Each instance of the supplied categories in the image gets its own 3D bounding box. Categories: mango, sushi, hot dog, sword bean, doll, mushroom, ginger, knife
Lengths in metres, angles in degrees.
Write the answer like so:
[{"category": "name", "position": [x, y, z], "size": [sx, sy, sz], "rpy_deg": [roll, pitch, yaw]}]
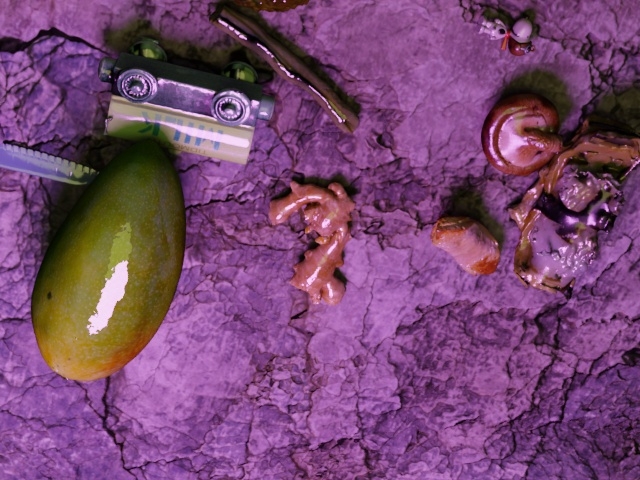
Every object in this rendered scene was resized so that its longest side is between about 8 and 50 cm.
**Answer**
[{"category": "mango", "position": [-0.300, 0.031, 1.531], "size": [0.201, 0.225, 0.382], "rpy_deg": [25, 110, 5]}, {"category": "sushi", "position": [0.372, -0.050, 1.573], "size": [0.139, 0.131, 0.291], "rpy_deg": [16, 122, -11]}, {"category": "hot dog", "position": [0.223, -0.004, 1.623], "size": [0.078, 0.061, 0.169], "rpy_deg": [-31, 139, 20]}, {"category": "sword bean", "position": [-0.045, -0.247, 1.512], "size": [0.269, 0.038, 0.043], "rpy_deg": [38, 103, -19]}, {"category": "doll", "position": [0.266, -0.293, 1.501], "size": [0.085, 0.040, 0.058], "rpy_deg": [-2, 103, -6]}, {"category": "mushroom", "position": [0.294, -0.156, 1.539], "size": [0.127, 0.087, 0.127], "rpy_deg": [-2, 114, -5]}, {"category": "ginger", "position": [0.000, 0.000, 1.622], "size": [0.193, 0.052, 0.176], "rpy_deg": [38, 114, -17]}, {"category": "knife", "position": [-0.482, -0.127, 1.566], "size": [0.313, 0.019, 0.044], "rpy_deg": [13, 112, -11]}]

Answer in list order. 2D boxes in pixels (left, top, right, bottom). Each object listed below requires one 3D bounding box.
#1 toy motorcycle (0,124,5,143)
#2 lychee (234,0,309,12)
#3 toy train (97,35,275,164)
[{"category": "toy motorcycle", "position": [-0.577, -0.072, 1.511], "size": [0.275, 0.127, 0.205], "rpy_deg": [-8, 122, 7]}, {"category": "lychee", "position": [-0.070, -0.375, 1.392], "size": [0.171, 0.171, 0.171], "rpy_deg": [-1, 115, -2]}, {"category": "toy train", "position": [-0.198, -0.187, 1.509], "size": [0.253, 0.105, 0.157], "rpy_deg": [12, 128, -8]}]
